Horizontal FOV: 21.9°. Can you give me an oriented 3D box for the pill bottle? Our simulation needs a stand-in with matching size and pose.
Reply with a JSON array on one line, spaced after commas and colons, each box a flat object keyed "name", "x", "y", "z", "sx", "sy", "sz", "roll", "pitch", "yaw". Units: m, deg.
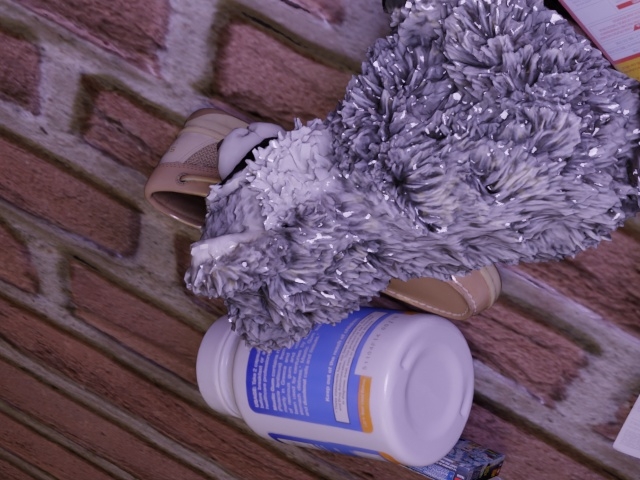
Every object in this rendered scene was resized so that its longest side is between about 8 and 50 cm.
[{"name": "pill bottle", "x": 0.007, "y": 0.138, "z": 1.685, "sx": 0.272, "sy": 0.152, "sz": 0.152, "roll": 5, "pitch": 140, "yaw": 40}]

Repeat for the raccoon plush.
[{"name": "raccoon plush", "x": 0.104, "y": -0.008, "z": 1.150, "sx": 0.446, "sy": 0.299, "sz": 0.216, "roll": 25, "pitch": 161, "yaw": 46}]

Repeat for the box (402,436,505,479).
[{"name": "box", "x": 0.131, "y": 0.228, "z": 1.744, "sx": 0.094, "sy": 0.027, "sz": 0.137, "roll": 21, "pitch": -173, "yaw": 22}]

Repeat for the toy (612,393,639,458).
[{"name": "toy", "x": 0.353, "y": 0.126, "z": 1.422, "sx": 0.137, "sy": 0.056, "sz": 0.237, "roll": 22, "pitch": 137, "yaw": 7}]

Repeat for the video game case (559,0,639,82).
[{"name": "video game case", "x": 0.292, "y": -0.134, "z": 1.138, "sx": 0.285, "sy": 0.025, "sz": 0.204, "roll": 46, "pitch": 148, "yaw": -21}]

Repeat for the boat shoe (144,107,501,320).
[{"name": "boat shoe", "x": 0.000, "y": 0.000, "z": 1.530, "sx": 0.341, "sy": 0.110, "sz": 0.122, "roll": 25, "pitch": 149, "yaw": 14}]
